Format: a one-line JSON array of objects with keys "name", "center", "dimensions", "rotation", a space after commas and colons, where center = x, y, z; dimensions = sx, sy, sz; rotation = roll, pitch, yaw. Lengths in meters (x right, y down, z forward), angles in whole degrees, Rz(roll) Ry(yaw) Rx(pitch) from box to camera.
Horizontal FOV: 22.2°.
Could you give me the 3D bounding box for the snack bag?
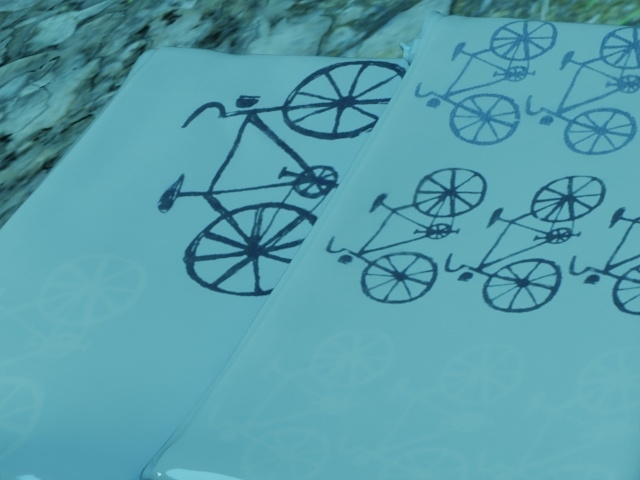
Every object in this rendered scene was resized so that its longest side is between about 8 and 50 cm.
[{"name": "snack bag", "center": [0.000, 0.000, 0.676], "dimensions": [0.343, 0.037, 0.323], "rotation": [6, 41, 26]}]
